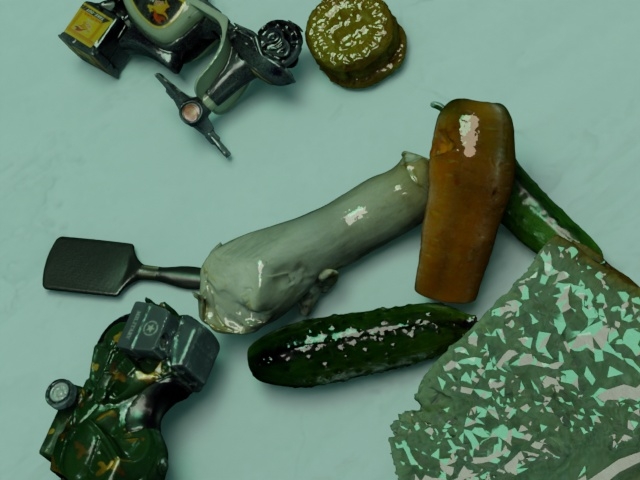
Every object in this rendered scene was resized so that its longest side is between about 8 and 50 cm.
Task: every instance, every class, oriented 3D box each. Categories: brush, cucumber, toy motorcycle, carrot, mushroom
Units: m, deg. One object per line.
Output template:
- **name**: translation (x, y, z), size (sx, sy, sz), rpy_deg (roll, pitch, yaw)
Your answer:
- **brush**: translation (-0.195, 0.032, 1.810), size (0.193, 0.016, 0.063), rpy_deg (5, 66, 19)
- **cucumber**: translation (0.041, 0.099, 1.684), size (0.227, 0.069, 0.069), rpy_deg (-11, 62, 6)
- **toy motorcycle**: translation (-0.175, 0.185, 1.671), size (0.187, 0.125, 0.274), rpy_deg (9, 67, 30)
- **carrot**: translation (0.139, -0.037, 1.672), size (0.087, 0.087, 0.193), rpy_deg (8, 94, 20)
- **mushroom**: translation (-0.001, 0.001, 1.727), size (0.278, 0.096, 0.099), rpy_deg (-29, 68, -9)
- **toy motorcycle**: translation (-0.139, -0.207, 1.877), size (0.263, 0.091, 0.157), rpy_deg (32, 84, 29)
- **cucumber**: translation (0.184, -0.050, 1.723), size (0.056, 0.056, 0.250), rpy_deg (-38, 61, -5)

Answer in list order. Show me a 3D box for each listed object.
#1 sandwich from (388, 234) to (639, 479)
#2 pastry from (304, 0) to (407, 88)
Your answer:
- **sandwich**: translation (0.209, 0.182, 1.538), size (0.262, 0.131, 0.325), rpy_deg (37, 83, 32)
- **pastry**: translation (0.036, -0.212, 1.843), size (0.109, 0.057, 0.097), rpy_deg (27, 76, 27)
